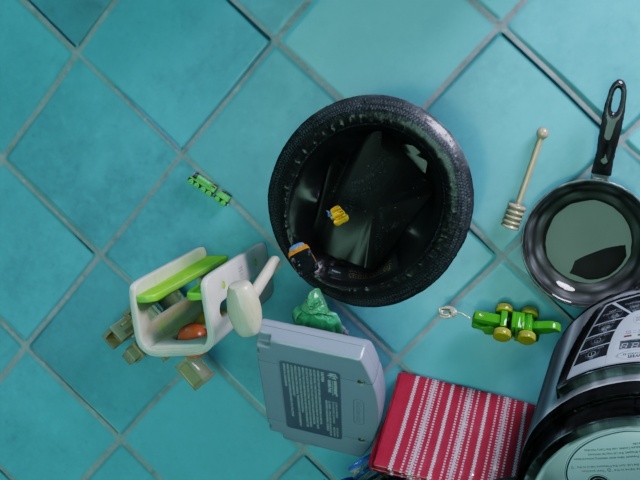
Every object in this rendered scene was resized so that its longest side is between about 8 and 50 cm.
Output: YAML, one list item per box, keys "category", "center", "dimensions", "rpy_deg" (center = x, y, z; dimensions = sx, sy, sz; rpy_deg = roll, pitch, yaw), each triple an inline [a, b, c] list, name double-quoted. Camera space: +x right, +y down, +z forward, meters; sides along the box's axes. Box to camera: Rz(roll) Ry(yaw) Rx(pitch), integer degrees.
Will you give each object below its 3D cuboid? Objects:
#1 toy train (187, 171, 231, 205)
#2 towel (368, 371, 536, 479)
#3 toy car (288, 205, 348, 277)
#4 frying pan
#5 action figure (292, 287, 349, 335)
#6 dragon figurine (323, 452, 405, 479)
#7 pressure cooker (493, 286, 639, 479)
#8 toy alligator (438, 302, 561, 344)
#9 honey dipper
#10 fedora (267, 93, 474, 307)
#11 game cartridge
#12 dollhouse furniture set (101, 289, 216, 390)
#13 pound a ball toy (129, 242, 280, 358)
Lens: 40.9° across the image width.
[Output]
- category: "toy train"
  center: [-0.187, -0.087, 1.449]
  dimensions: [0.083, 0.017, 0.024]
  rpy_deg: [34, 99, 5]
- category: "towel"
  center: [0.228, 0.314, 1.345]
  dimensions: [0.274, 0.199, 0.031]
  rpy_deg: [13, 134, 12]
- category: "toy car"
  center: [0.000, 0.000, 1.267]
  dimensions: [0.122, 0.060, 0.041]
  rpy_deg: [-40, 46, 12]
- category: "frying pan"
  center: [0.387, -0.058, 1.285]
  dimensions: [0.197, 0.053, 0.326]
  rpy_deg: [-13, 97, 17]
- category: "action figure"
  center: [-0.001, 0.159, 1.373]
  dimensions: [0.137, 0.064, 0.232]
  rpy_deg: [7, 139, 11]
- category: "dragon figurine"
  center: [0.079, 0.396, 1.388]
  dimensions: [0.085, 0.289, 0.144]
  rpy_deg: [61, 141, 14]
- category: "pressure cooker"
  center: [0.455, 0.295, 1.113]
  dimensions: [0.375, 0.420, 0.370]
  rpy_deg: [31, 125, 8]
- category: "toy alligator"
  center: [0.282, 0.135, 1.358]
  dimensions: [0.189, 0.056, 0.051]
  rpy_deg: [6, 144, 13]
- category: "honey dipper"
  center: [0.315, -0.094, 1.307]
  dimensions: [0.030, 0.030, 0.161]
  rpy_deg: [19, 105, 10]
- category: "fedora"
  center: [0.086, -0.069, 1.304]
  dimensions: [0.333, 0.152, 0.334]
  rpy_deg: [7, 111, 20]
- category: "game cartridge"
  center: [0.004, 0.242, 1.379]
  dimensions: [0.198, 0.062, 0.297]
  rpy_deg: [8, 139, 9]
- category: "dollhouse furniture set"
  center: [-0.265, 0.181, 1.509]
  dimensions: [0.182, 0.101, 0.161]
  rpy_deg: [50, 134, 0]
- category: "pound a ball toy"
  center: [-0.144, 0.098, 1.318]
  dimensions: [0.208, 0.319, 0.136]
  rpy_deg: [-4, 101, 15]
